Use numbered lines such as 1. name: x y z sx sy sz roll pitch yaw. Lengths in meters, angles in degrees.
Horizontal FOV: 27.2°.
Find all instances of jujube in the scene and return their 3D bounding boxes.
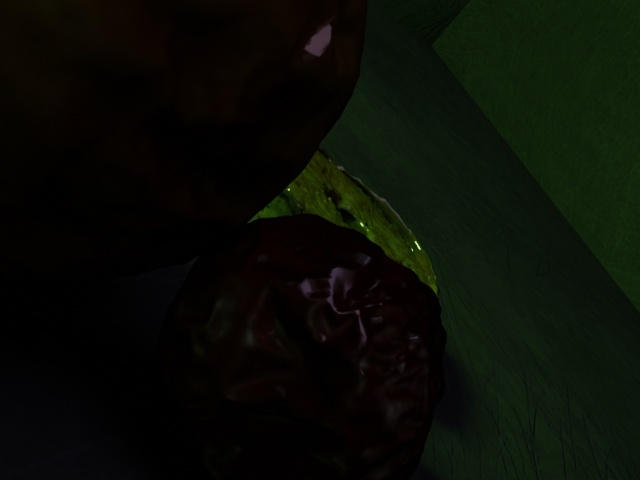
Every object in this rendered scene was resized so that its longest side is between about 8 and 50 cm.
1. jujube: 0.000 0.082 0.993 0.216 0.216 0.342 44 12 8

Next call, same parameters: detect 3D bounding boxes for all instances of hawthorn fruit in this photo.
1. hawthorn fruit: -0.176 -0.194 0.886 0.472 0.472 0.472 37 18 -14

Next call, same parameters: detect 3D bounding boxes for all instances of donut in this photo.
1. donut: 0.000 0.000 1.332 0.272 0.107 0.272 40 20 -18
